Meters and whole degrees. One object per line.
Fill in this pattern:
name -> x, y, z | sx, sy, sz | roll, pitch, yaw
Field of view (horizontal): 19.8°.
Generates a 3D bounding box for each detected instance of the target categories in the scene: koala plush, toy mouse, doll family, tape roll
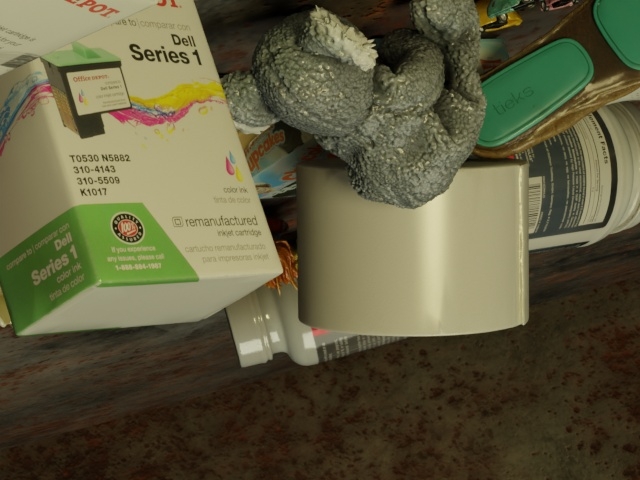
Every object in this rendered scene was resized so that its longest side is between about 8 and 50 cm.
koala plush -> 0.025, -0.143, 1.684 | 0.196, 0.203, 0.221 | -26, 152, 35
toy mouse -> 0.208, -0.240, 1.782 | 0.161, 0.031, 0.143 | -13, 174, -35
doll family -> 0.000, 0.000, 2.363 | 0.263, 0.118, 0.163 | -17, 167, 5
tape roll -> 0.096, -0.001, 1.909 | 0.246, 0.169, 0.246 | -1, -174, 0

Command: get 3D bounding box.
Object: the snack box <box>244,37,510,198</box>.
snack box -> 0.038, -0.129, 1.995 | 0.187, 0.060, 0.322 | -5, 163, -39

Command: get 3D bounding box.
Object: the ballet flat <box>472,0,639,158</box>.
ballet flat -> 0.292, -0.186, 1.873 | 0.342, 0.116, 0.124 | -33, 169, 8

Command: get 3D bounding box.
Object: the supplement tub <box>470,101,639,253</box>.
supplement tub -> 0.246, -0.079, 2.170 | 0.272, 0.191, 0.191 | -8, 165, -32

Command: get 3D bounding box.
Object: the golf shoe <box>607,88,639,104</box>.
golf shoe -> 0.435, -0.190, 2.063 | 0.306, 0.140, 0.115 | -18, 169, 15

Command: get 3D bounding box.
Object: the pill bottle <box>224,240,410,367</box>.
pill bottle -> 0.024, 0.075, 2.585 | 0.318, 0.176, 0.176 | -16, 167, -5

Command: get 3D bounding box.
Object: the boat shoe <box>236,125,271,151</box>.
boat shoe -> -0.104, -0.095, 1.933 | 0.068, 0.072, 0.190 | -3, 161, -46

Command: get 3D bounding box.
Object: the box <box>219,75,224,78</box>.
box -> -0.148, -0.127, 1.841 | 0.094, 0.027, 0.137 | -3, 162, -42

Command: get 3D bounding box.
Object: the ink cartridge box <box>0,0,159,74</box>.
ink cartridge box -> -0.277, -0.181, 1.249 | 0.272, 0.114, 0.197 | -20, 166, 20

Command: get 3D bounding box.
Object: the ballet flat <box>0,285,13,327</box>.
ballet flat -> -0.278, -0.008, 1.837 | 0.164, 0.182, 0.483 | -8, 165, -31

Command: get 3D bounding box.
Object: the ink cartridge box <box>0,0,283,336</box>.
ink cartridge box -> -0.173, -0.076, 1.466 | 0.201, 0.278, 0.117 | -2, 158, -47
